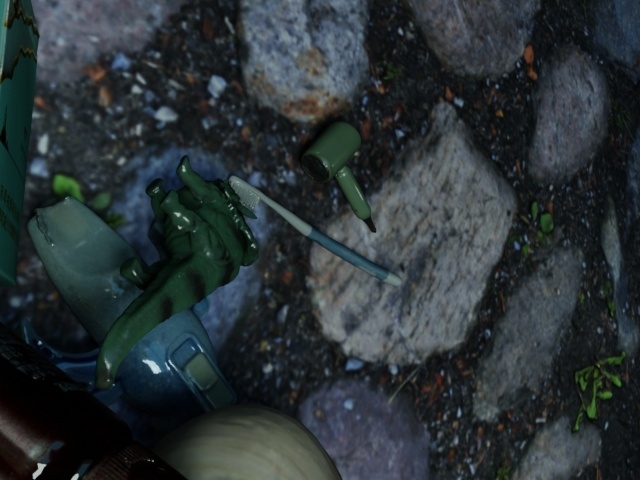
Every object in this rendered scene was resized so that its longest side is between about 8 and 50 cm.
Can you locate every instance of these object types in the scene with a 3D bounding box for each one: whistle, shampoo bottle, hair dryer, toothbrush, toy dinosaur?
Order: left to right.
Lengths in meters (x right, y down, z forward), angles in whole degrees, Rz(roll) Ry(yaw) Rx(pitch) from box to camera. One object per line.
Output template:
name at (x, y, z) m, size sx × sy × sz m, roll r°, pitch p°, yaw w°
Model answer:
shampoo bottle at (-0.215, 0.094, 0.435) m, size 0.323 × 0.129 × 0.084 m, roll 34°, pitch 73°, yaw 12°
whistle at (-0.164, 0.080, 0.623) m, size 0.269 × 0.093 × 0.180 m, roll 57°, pitch 45°, yaw -10°
toy dinosaur at (-0.123, 0.000, 0.593) m, size 0.120 × 0.079 × 0.292 m, roll 55°, pitch 24°, yaw -6°
toothbrush at (0.000, 0.000, 0.814) m, size 0.276 × 0.019 × 0.025 m, roll 31°, pitch 69°, yaw -33°
hair dryer at (0.034, -0.065, 0.848) m, size 0.071 × 0.047 × 0.150 m, roll -50°, pitch 125°, yaw -32°

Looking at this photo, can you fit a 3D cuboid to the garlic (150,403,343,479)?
garlic at (-0.078, 0.288, 0.541) m, size 0.241 × 0.322 × 0.322 m, roll 38°, pitch 57°, yaw 0°

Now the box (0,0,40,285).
box at (-0.249, -0.087, 0.525) m, size 0.042 × 0.162 × 0.229 m, roll 4°, pitch 80°, yaw -16°
